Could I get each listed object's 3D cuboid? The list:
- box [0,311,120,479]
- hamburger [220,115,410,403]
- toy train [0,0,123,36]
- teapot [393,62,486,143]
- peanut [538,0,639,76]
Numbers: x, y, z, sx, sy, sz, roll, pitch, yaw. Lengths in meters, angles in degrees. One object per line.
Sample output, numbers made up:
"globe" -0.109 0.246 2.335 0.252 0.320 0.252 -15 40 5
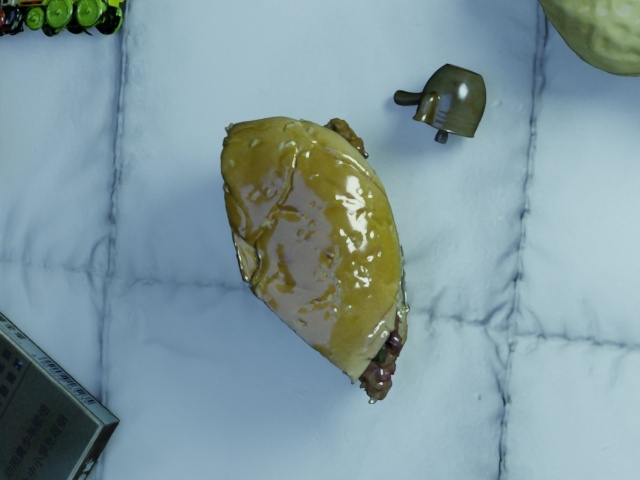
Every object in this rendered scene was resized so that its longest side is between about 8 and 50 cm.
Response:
"box" -0.409 0.193 1.811 0.325 0.047 0.180 39 109 20
"hamburger" 0.000 0.000 1.535 0.282 0.155 0.245 30 99 17
"toy train" -0.345 -0.281 1.745 0.249 0.053 0.085 2 86 27
"teapot" 0.114 -0.147 1.506 0.110 0.085 0.080 30 106 43
"peanut" 0.316 -0.214 1.368 0.319 0.147 0.147 34 108 16
